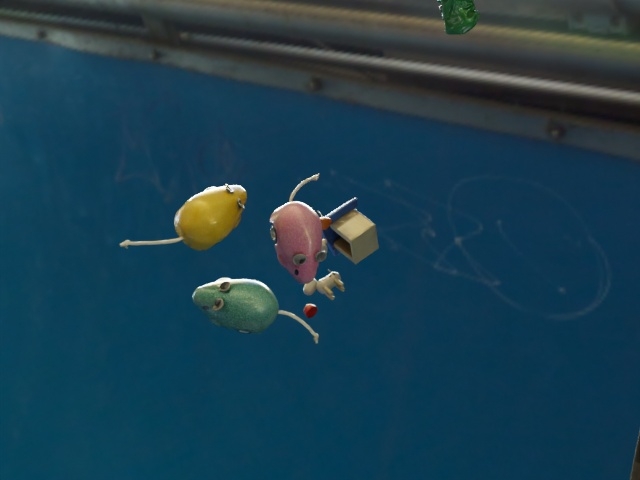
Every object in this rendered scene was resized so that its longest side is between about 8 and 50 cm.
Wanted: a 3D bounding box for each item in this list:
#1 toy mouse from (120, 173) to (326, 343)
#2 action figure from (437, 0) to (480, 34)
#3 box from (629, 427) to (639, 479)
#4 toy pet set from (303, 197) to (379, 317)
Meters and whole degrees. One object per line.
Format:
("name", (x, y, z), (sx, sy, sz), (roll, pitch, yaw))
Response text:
("toy mouse", (-0.040, 0.017, 0.746), (0.161, 0.143, 0.031), (-35, -179, -25))
("action figure", (0.090, -0.294, 0.906), (0.063, 0.232, 0.137), (-22, 175, 25))
("box", (0.444, 0.083, 0.706), (0.395, 0.318, 0.097), (11, -176, 24))
("toy pet set", (0.000, 0.000, 1.081), (0.114, 0.122, 0.065), (-34, -130, -21))
